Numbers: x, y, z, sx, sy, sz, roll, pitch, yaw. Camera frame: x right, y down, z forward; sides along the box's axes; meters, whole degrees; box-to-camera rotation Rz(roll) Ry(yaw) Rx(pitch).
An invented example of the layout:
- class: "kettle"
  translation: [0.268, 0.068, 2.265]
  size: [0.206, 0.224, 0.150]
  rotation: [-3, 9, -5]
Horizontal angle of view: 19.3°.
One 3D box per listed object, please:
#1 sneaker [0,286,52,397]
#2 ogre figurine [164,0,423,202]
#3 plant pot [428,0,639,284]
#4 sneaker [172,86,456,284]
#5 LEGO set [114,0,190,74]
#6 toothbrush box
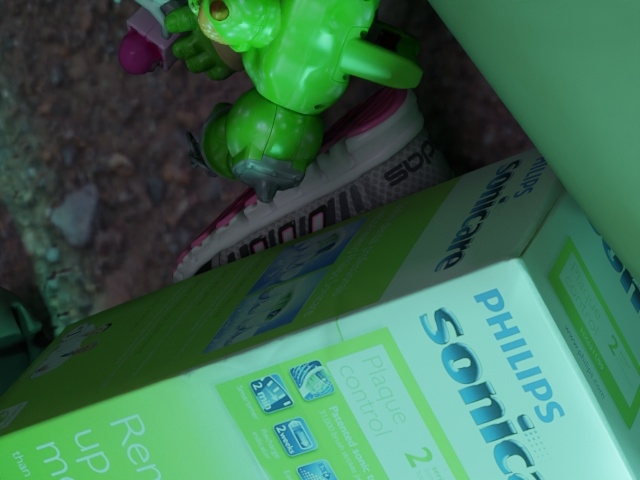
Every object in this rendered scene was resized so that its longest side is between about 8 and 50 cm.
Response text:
- class: "sneaker"
  translation: [-0.203, 0.148, 0.964]
  size: [0.106, 0.101, 0.267]
  rotation: [16, 105, 29]
- class: "ogre figurine"
  translation: [-0.007, -0.101, 0.778]
  size: [0.097, 0.118, 0.197]
  rotation: [34, 105, -23]
- class: "plant pot"
  translation: [0.153, -0.130, 0.629]
  size: [0.323, 0.323, 0.280]
  rotation: [-14, 107, 30]
- class: "sneaker"
  translation: [0.000, 0.000, 0.846]
  size: [0.170, 0.063, 0.075]
  rotation: [-34, 99, 39]
- class: "LEGO set"
  translation: [-0.182, -0.177, 0.870]
  size: [0.287, 0.107, 0.132]
  rotation: [33, 151, 20]
- class: "toothbrush box"
  translation: [0.022, 0.107, 0.787]
  size: [0.283, 0.122, 0.206]
  rotation: [-20, 107, 29]
